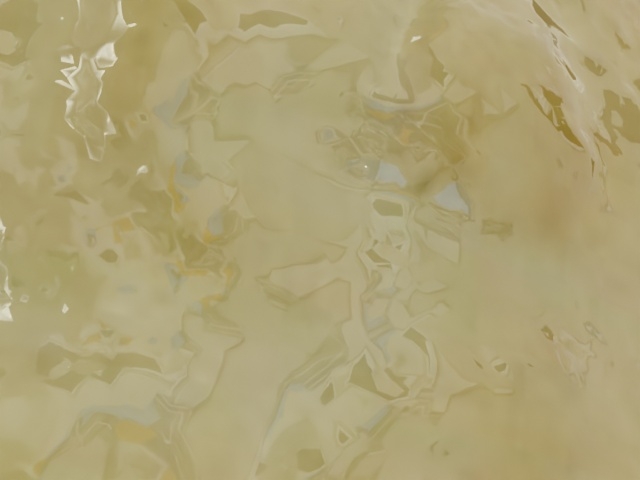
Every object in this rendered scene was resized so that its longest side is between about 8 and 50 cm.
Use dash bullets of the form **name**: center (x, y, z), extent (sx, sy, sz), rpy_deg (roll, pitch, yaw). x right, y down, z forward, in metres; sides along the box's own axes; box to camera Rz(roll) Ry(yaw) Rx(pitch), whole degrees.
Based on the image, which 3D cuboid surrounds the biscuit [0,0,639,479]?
- **biscuit**: center (0.000, 0.000, 0.468), extent (0.104, 0.429, 0.446), rpy_deg (128, 157, -61)
